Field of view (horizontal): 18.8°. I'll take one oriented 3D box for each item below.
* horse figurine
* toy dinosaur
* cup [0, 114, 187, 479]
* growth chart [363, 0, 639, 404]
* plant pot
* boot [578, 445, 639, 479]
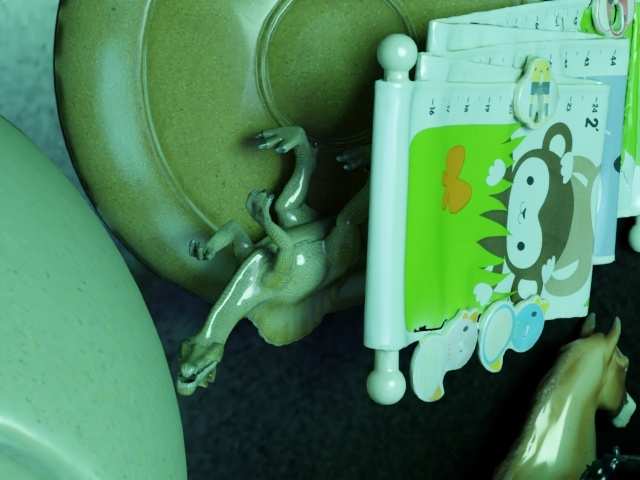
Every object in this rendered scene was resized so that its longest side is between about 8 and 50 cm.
[{"bbox_3d":[0.075,0.176,0.911,0.263,0.066,0.174,-33,121,-19],"label":"horse figurine"},{"bbox_3d":[0.000,0.000,0.817,0.183,0.053,0.093,-25,129,-33],"label":"toy dinosaur"},{"bbox_3d":[-0.178,0.102,0.674,0.331,0.237,0.331,-5,103,-25],"label":"cup"},{"bbox_3d":[0.090,-0.030,0.850,0.237,0.021,0.172,-22,114,-48],"label":"growth chart"},{"bbox_3d":[0.003,-0.079,0.838,0.236,0.032,0.236,-6,103,-24],"label":"plant pot"},{"bbox_3d":[0.089,0.230,0.837,0.246,0.094,0.207,-44,134,-23],"label":"boot"}]
